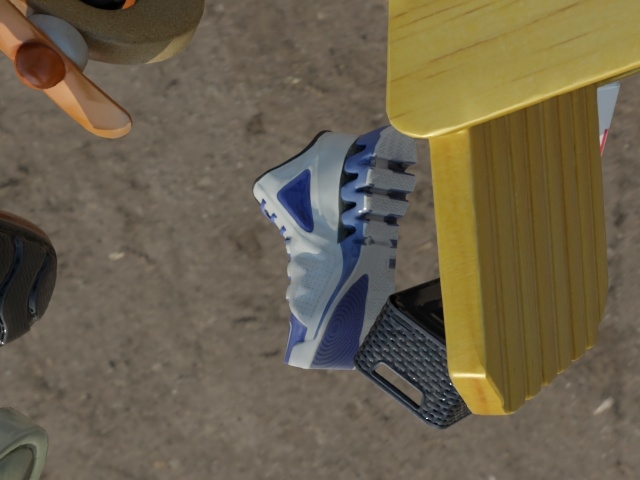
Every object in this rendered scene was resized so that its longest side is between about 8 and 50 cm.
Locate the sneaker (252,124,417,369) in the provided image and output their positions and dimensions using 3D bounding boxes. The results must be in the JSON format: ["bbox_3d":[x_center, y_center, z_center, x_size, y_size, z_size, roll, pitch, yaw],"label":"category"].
[{"bbox_3d":[0.000,-0.001,1.785,0.182,0.127,0.316,15,91,39],"label":"sneaker"}]

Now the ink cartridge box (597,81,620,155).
[{"bbox_3d":[0.257,-0.211,1.644,0.172,0.100,0.237,90,172,-56],"label":"ink cartridge box"}]

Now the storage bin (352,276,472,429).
[{"bbox_3d":[0.132,0.112,1.478,0.122,0.180,0.084,37,112,20],"label":"storage bin"}]

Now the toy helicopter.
[{"bbox_3d":[-0.263,-0.212,1.147,0.140,0.355,0.235,131,138,-52],"label":"toy helicopter"}]

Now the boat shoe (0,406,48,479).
[{"bbox_3d":[-0.260,0.144,0.547,0.113,0.340,0.127,36,138,15],"label":"boat shoe"}]

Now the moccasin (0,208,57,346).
[{"bbox_3d":[-0.364,0.024,1.016,0.147,0.380,0.139,29,117,44],"label":"moccasin"}]

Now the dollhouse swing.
[{"bbox_3d":[0.232,-0.083,0.952,0.315,0.347,0.305,-18,91,27],"label":"dollhouse swing"}]
